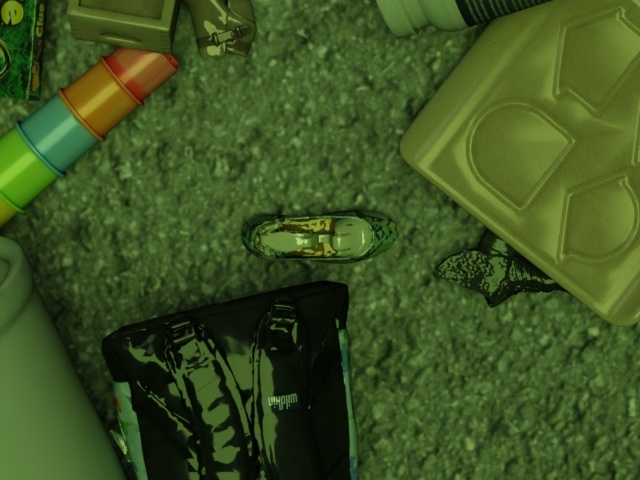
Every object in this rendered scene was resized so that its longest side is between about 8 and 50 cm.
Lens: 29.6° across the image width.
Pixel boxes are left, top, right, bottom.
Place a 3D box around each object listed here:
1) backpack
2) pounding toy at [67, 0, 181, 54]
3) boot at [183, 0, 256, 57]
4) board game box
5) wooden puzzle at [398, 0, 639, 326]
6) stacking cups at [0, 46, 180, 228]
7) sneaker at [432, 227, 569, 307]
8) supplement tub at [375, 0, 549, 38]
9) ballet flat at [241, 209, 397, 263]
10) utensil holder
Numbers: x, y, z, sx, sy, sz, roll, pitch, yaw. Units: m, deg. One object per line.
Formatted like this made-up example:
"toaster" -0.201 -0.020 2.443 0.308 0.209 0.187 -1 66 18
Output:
"backpack" -0.084 0.250 1.401 0.290 0.273 0.355 -14 85 -14
"pounding toy" -0.225 -0.284 1.344 0.141 0.100 0.130 9 76 -3
"boot" -0.133 -0.256 1.406 0.119 0.042 0.086 5 102 -3
"board game box" -0.370 -0.294 1.371 0.136 0.030 0.259 9 100 17
"wooden puzzle" 0.314 -0.123 1.421 0.348 0.080 0.322 38 89 -3
"stacking cups" -0.304 -0.129 1.395 0.316 0.096 0.096 -42 99 3
"sneaker" 0.229 0.047 1.470 0.170 0.051 0.089 29 98 -2
"supplement tub" 0.188 -0.339 1.310 0.272 0.191 0.191 -16 100 14
"ballet flat" 0.000 0.000 1.443 0.189 0.070 0.070 -4 100 -2
"utensil holder" -0.391 0.236 1.310 0.328 0.327 0.385 -21 114 1
